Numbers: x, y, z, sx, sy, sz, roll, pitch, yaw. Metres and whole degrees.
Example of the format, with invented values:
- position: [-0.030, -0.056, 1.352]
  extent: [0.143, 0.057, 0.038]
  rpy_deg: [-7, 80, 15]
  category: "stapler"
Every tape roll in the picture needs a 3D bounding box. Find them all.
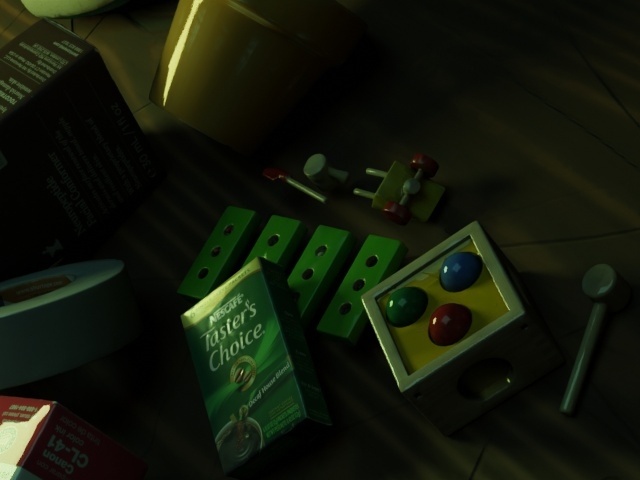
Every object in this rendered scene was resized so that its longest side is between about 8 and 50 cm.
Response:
- position: [-0.292, 0.085, 1.746]
  extent: [0.219, 0.072, 0.219]
  rpy_deg: [-14, 11, 3]
  category: "tape roll"

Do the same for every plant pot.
- position: [-0.084, -0.201, 1.843]
  extent: [0.205, 0.205, 0.188]
  rpy_deg: [35, 96, 49]
  category: "plant pot"

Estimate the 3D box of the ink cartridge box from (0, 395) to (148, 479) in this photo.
- position: [-0.327, 0.302, 1.612]
  extent: [0.226, 0.131, 0.306]
  rpy_deg: [-2, 53, 50]
  category: "ink cartridge box"

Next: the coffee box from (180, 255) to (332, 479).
- position: [-0.063, 0.119, 1.611]
  extent: [0.113, 0.040, 0.184]
  rpy_deg: [-36, 52, 26]
  category: "coffee box"

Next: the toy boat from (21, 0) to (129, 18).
- position: [-0.247, -0.418, 2.200]
  extent: [0.267, 0.148, 0.318]
  rpy_deg: [-6, 60, 41]
  category: "toy boat"

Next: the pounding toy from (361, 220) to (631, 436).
- position: [0.159, 0.069, 1.482]
  extent: [0.206, 0.094, 0.181]
  rpy_deg: [-34, 41, 10]
  category: "pounding toy"

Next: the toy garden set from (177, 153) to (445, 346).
- position: [0.000, 0.000, 1.705]
  extent: [0.244, 0.049, 0.204]
  rpy_deg: [13, 66, 44]
  category: "toy garden set"

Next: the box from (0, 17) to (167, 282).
- position: [-0.376, -0.048, 1.871]
  extent: [0.381, 0.191, 0.143]
  rpy_deg: [-40, 40, -15]
  category: "box"
